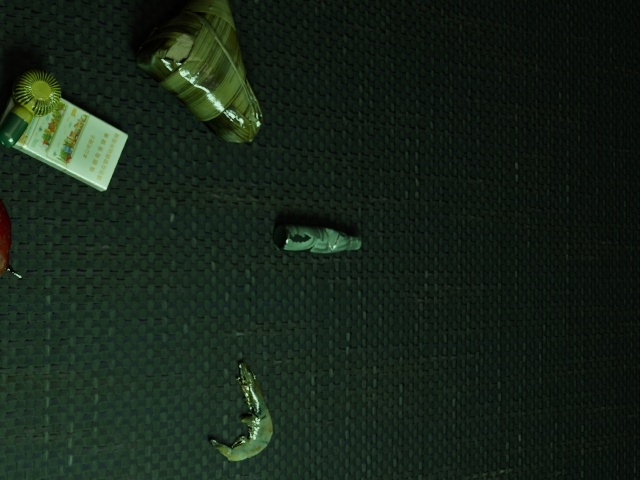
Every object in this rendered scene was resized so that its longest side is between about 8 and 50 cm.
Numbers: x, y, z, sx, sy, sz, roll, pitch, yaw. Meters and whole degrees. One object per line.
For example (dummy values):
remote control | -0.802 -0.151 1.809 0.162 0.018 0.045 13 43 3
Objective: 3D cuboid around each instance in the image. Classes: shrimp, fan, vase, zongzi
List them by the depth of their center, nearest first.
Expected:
fan | -0.510 -0.228 1.620 0.082 0.039 0.155 37 67 -26
zongzi | -0.190 -0.370 1.849 0.286 0.134 0.288 45 57 -33
shrimp | -0.171 0.357 1.898 0.148 0.035 0.195 -23 103 -32
vase | 0.000 0.000 2.010 0.211 0.060 0.059 6 86 -35

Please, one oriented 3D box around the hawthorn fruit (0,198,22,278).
hawthorn fruit | -0.577 -0.001 1.526 0.235 0.181 0.181 44 65 -28

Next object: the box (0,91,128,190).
box | -0.468 -0.192 1.692 0.220 0.032 0.122 28 71 -31
